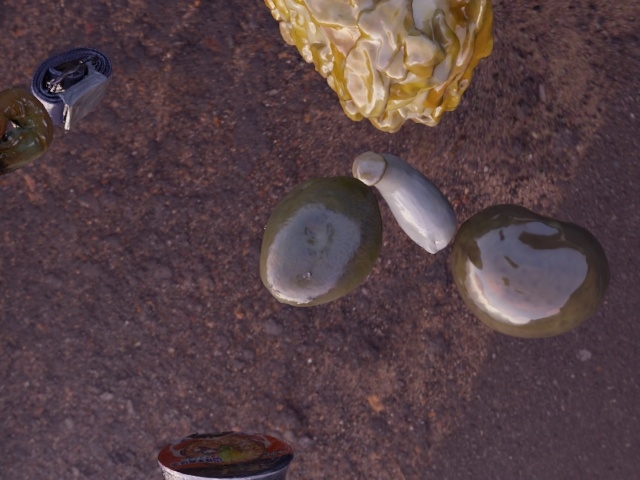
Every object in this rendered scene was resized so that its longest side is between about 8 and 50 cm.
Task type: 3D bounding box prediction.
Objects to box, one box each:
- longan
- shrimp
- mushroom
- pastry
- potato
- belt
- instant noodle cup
[{"bbox_3d":[0.345,0.051,1.003,0.246,0.215,0.246,3,140,3],"label":"longan"},{"bbox_3d":[-0.599,-0.205,1.171,0.061,0.267,0.145,-3,127,14],"label":"shrimp"},{"bbox_3d":[0.153,-0.088,1.122,0.103,0.118,0.270,-32,129,29],"label":"mushroom"},{"bbox_3d":[0.004,-0.184,0.375,0.102,0.154,0.250,-32,76,-1],"label":"pastry"},{"bbox_3d":[0.000,0.000,0.945,0.178,0.235,0.160,13,145,49],"label":"potato"},{"bbox_3d":[-0.617,-0.388,1.497,0.139,0.230,0.126,41,139,-8],"label":"belt"},{"bbox_3d":[-0.088,0.259,0.554,0.127,0.127,0.135,2,90,15],"label":"instant noodle cup"}]
